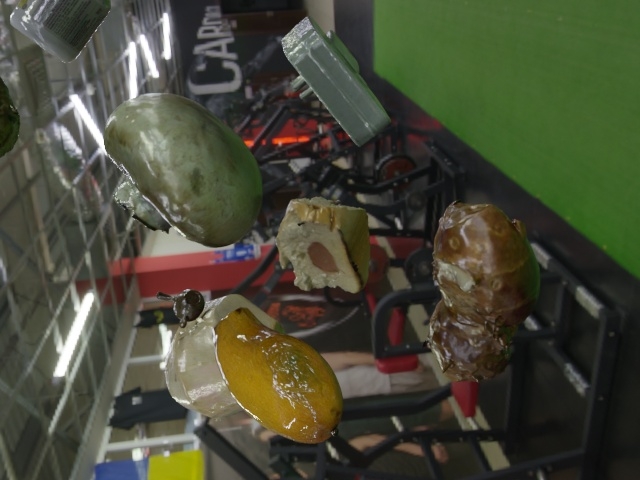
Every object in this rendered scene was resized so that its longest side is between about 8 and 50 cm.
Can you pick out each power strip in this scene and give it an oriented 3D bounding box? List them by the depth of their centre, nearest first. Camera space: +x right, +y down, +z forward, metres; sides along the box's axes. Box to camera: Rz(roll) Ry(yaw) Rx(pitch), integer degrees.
[{"bbox_3d":[0.007,-0.309,1.238,0.229,0.141,0.261,47,-165,-25],"label":"power strip"}]

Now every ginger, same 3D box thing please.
[{"bbox_3d":[0.271,0.108,1.095,0.254,0.176,0.418,-57,-28,-20],"label":"ginger"}]

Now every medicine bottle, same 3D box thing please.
[{"bbox_3d":[-0.480,-0.465,1.227,0.215,0.135,0.135,-54,8,1],"label":"medicine bottle"}]

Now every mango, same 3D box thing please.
[{"bbox_3d":[-0.092,0.260,1.228,0.359,0.144,0.186,25,112,43],"label":"mango"}]

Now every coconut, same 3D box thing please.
[{"bbox_3d":[-0.257,0.321,1.789,0.352,0.353,0.352,174,90,-85],"label":"coconut"}]

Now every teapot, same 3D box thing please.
[{"bbox_3d":[-0.324,0.147,1.462,0.080,0.110,0.085,-51,19,51],"label":"teapot"}]

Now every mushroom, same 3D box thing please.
[{"bbox_3d":[-0.273,-0.133,1.271,0.352,0.260,0.352,43,-177,-3],"label":"mushroom"}]

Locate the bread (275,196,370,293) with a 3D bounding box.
[{"bbox_3d":[-0.003,0.011,1.416,0.211,0.184,0.223,0,-88,-68],"label":"bread"}]

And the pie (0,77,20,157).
[{"bbox_3d":[-0.781,-0.283,1.350,0.078,0.277,0.276,-41,48,45],"label":"pie"}]
